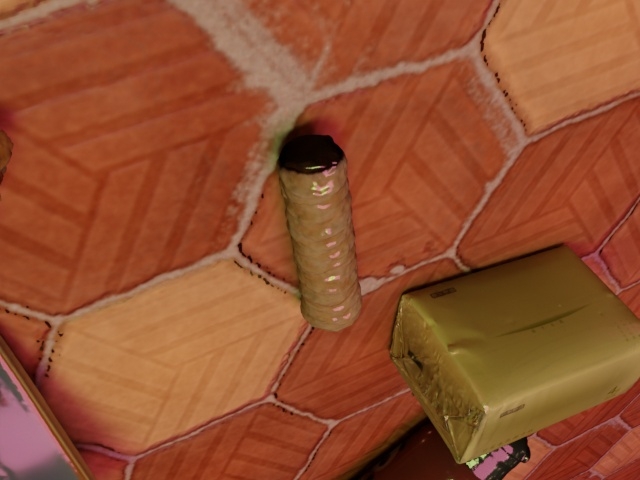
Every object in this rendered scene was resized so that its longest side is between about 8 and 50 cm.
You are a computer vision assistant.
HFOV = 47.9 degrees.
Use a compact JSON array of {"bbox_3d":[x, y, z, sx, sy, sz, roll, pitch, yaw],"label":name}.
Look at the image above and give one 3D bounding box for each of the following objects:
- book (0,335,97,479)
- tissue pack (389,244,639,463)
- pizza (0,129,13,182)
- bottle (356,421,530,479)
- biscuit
[{"bbox_3d":[-0.369,0.247,0.558,0.374,0.028,0.262,-24,119,-11],"label":"book"},{"bbox_3d":[0.214,0.117,0.787,0.234,0.159,0.125,-14,138,-22],"label":"tissue pack"},{"bbox_3d":[-0.243,0.033,0.418,0.052,0.185,0.195,36,142,-14],"label":"pizza"},{"bbox_3d":[0.142,0.353,1.008,0.336,0.144,0.144,-43,141,11],"label":"bottle"},{"bbox_3d":[0.000,0.000,0.599,0.061,0.055,0.219,4,140,12],"label":"biscuit"}]
